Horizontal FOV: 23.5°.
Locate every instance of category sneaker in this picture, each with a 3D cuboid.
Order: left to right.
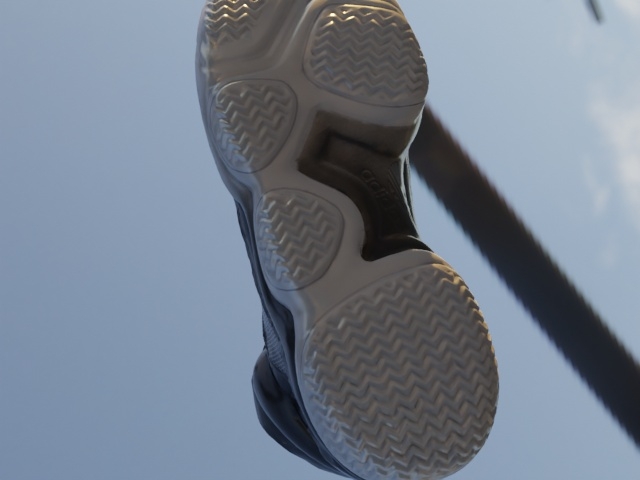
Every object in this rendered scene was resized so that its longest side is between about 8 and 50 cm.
[{"bbox_3d":[0.000,0.000,0.707,0.153,0.101,0.268,105,153,-63],"label":"sneaker"}]
